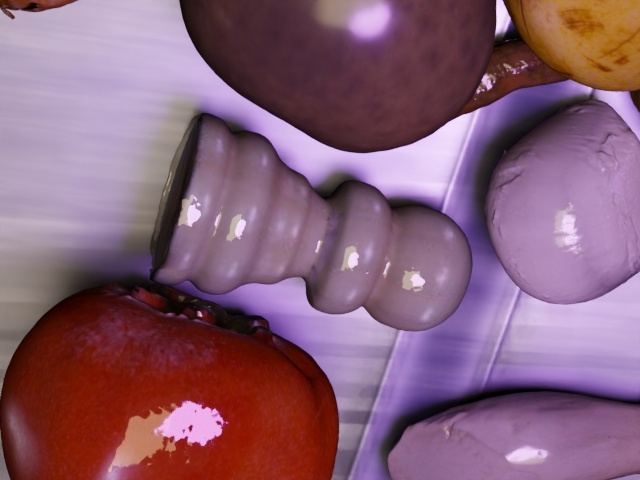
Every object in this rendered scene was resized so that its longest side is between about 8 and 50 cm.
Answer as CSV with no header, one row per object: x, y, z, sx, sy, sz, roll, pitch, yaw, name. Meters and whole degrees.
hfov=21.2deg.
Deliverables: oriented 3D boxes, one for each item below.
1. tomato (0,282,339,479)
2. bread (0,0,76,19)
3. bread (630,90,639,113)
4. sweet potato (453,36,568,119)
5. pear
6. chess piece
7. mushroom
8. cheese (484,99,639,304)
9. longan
-0.160,0.191,1.722,0.341,0.341,0.273,19,91,-8,tomato
-0.356,-0.333,1.593,0.358,0.337,0.204,11,85,-4,bread
0.407,-0.090,1.808,0.102,0.094,0.245,-25,105,13,bread
0.167,-0.169,1.782,0.273,0.075,0.075,-18,106,-2,sweet potato
0.294,-0.280,1.650,0.280,0.281,0.281,-1,106,-3,pear
0.000,0.000,1.775,0.330,0.182,0.182,17,104,-13,chess piece
0.249,0.228,1.872,0.350,0.128,0.128,-3,106,-7,mushroom
0.256,-0.029,1.777,0.154,0.189,0.198,-7,108,32,cheese
0.021,-0.240,1.634,0.318,0.319,0.319,-1,106,-3,longan
